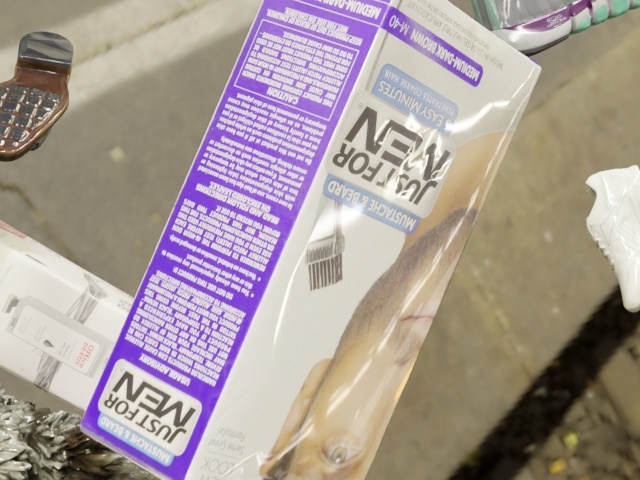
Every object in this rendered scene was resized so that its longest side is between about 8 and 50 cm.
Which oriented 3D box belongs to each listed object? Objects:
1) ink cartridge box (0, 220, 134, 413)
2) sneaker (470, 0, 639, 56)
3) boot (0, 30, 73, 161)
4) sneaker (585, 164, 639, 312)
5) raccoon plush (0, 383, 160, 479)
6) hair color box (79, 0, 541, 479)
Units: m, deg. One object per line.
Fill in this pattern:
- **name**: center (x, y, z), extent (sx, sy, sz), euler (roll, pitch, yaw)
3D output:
- **ink cartridge box**: center (-0.286, 0.088, 1.753), extent (0.283, 0.117, 0.207), euler (30, 1, -6)
- **sneaker**: center (0.211, -0.221, 1.287), extent (0.224, 0.083, 0.098), euler (-26, 99, -26)
- **boot**: center (-0.303, -0.119, 1.684), extent (0.082, 0.106, 0.219), euler (13, 37, -1)
- **sneaker**: center (0.300, 0.000, 1.645), extent (0.053, 0.061, 0.152), euler (77, 10, -73)
- **raccoon plush**: center (-0.344, 0.192, 1.345), extent (0.216, 0.446, 0.299), euler (69, 17, -2)
- **hair color box**: center (0.000, 0.000, 1.048), extent (0.185, 0.110, 0.339), euler (23, 92, -53)
